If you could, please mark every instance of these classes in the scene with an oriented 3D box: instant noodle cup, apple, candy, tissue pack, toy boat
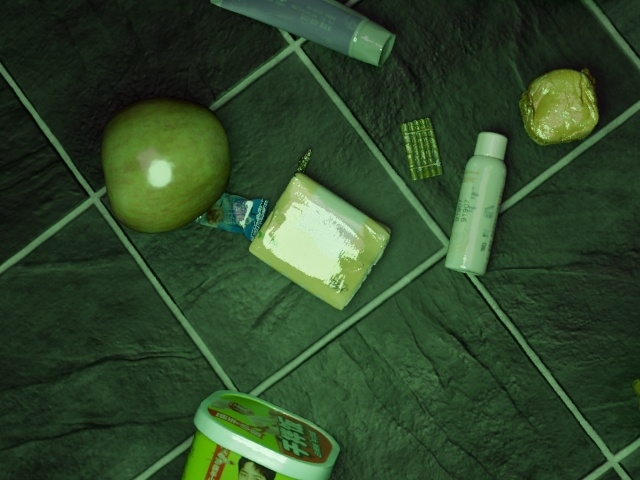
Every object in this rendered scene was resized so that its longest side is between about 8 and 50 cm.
[{"bbox_3d":[-0.144,0.471,1.737,0.294,0.294,0.308,23,95,6],"label":"instant noodle cup"},{"bbox_3d":[-0.283,-0.141,1.786,0.234,0.257,0.257,-8,85,-11],"label":"apple"},{"bbox_3d":[-0.173,-0.057,1.877,0.136,0.038,0.088,19,102,13],"label":"candy"},{"bbox_3d":[0.000,0.000,1.819,0.222,0.090,0.186,34,92,0],"label":"tissue pack"},{"bbox_3d":[0.195,-0.175,1.859,0.063,0.016,0.115,-13,86,5],"label":"toy boat"}]

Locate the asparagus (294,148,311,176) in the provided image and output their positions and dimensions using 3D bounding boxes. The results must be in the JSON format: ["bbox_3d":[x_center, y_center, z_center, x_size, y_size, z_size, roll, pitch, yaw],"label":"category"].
[{"bbox_3d":[-0.063,-0.070,1.874,0.023,0.022,0.233,20,91,50],"label":"asparagus"}]

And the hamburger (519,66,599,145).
[{"bbox_3d":[0.450,-0.251,1.810,0.147,0.083,0.138,-13,89,6],"label":"hamburger"}]

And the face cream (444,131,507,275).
[{"bbox_3d":[0.298,-0.072,1.812,0.082,0.082,0.269,11,87,6],"label":"face cream"}]

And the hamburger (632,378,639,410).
[{"bbox_3d":[0.635,0.317,1.716,0.113,0.177,0.185,-19,57,-3],"label":"hamburger"}]

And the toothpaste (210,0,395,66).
[{"bbox_3d":[-0.033,-0.447,1.873,0.371,0.080,0.125,27,89,11],"label":"toothpaste"}]
